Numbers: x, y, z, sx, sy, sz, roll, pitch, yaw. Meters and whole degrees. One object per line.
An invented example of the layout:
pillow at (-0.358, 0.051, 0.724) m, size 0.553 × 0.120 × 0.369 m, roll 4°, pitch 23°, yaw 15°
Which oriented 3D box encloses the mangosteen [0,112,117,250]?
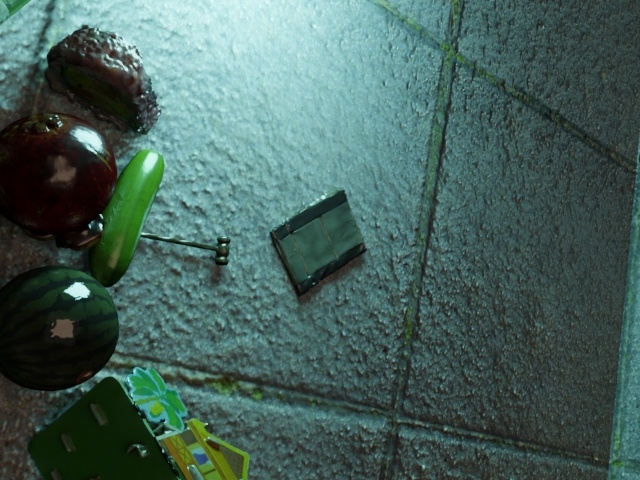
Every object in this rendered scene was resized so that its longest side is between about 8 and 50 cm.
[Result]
mangosteen at (-0.443, -0.086, 1.299) m, size 0.215 × 0.215 × 0.258 m, roll -36°, pitch 136°, yaw -35°

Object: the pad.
pad at (0.000, 0.000, 1.753) m, size 0.233 × 0.022 × 0.174 m, roll -35°, pitch 109°, yaw -34°

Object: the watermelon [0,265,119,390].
watermelon at (-0.440, 0.144, 1.267) m, size 0.212 × 0.212 × 0.212 m, roll 4°, pitch 84°, yaw -39°

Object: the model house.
model house at (-0.294, 0.414, 1.389) m, size 0.358 × 0.242 × 0.312 m, roll 53°, pitch 12°, yaw 15°

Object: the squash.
squash at (-0.357, -0.052, 1.414) m, size 0.082 × 0.082 × 0.293 m, roll 33°, pitch 58°, yaw -32°

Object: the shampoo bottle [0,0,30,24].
shampoo bottle at (-0.520, -0.441, 1.338) m, size 0.065 × 0.065 × 0.204 m, roll 51°, pitch 58°, yaw -24°

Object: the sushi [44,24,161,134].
sushi at (-0.366, -0.289, 1.388) m, size 0.241 × 0.161 × 0.108 m, roll 34°, pitch 65°, yaw -31°

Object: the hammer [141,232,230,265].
hammer at (-0.305, -0.001, 1.505) m, size 0.292 × 0.029 × 0.058 m, roll 12°, pitch 77°, yaw -36°
